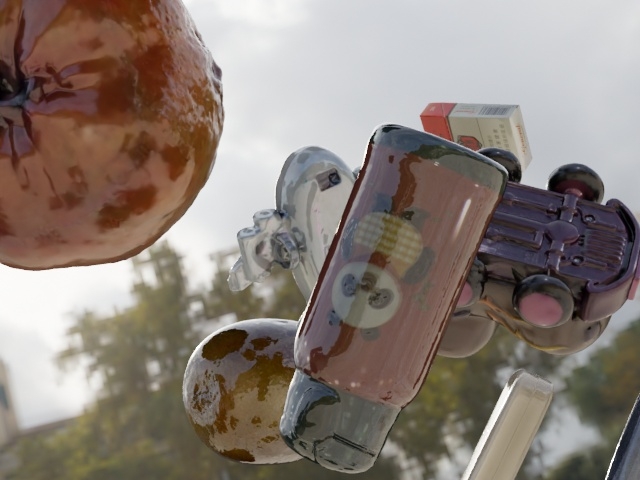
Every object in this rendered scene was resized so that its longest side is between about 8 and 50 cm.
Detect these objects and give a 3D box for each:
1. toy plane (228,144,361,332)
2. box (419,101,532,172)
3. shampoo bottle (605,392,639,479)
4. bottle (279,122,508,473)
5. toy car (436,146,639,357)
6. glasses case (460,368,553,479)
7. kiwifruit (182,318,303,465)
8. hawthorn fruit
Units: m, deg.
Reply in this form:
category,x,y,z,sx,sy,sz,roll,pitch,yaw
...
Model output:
category,x,y,z,sx,sy,sz,roll,pitch,yaw
toy plane,0.000,0.000,1.935,0.245,0.244,0.117,-2,18,-34
box,0.234,-0.156,2.499,0.152,0.048,0.100,2,-54,30
shampoo bottle,0.368,0.209,1.792,0.087,0.233,0.049,39,-28,-23
bottle,0.064,0.063,1.624,0.144,0.336,0.144,20,0,0
toy car,0.242,0.047,2.192,0.341,0.271,0.240,15,-47,10
glasses case,0.202,0.240,1.874,0.050,0.196,0.083,26,-1,-1
kiwifruit,-0.057,0.193,2.128,0.234,0.196,0.196,6,-31,-38
hawthorn fruit,-0.326,-0.181,2.214,0.472,0.471,0.472,-15,-22,-6
